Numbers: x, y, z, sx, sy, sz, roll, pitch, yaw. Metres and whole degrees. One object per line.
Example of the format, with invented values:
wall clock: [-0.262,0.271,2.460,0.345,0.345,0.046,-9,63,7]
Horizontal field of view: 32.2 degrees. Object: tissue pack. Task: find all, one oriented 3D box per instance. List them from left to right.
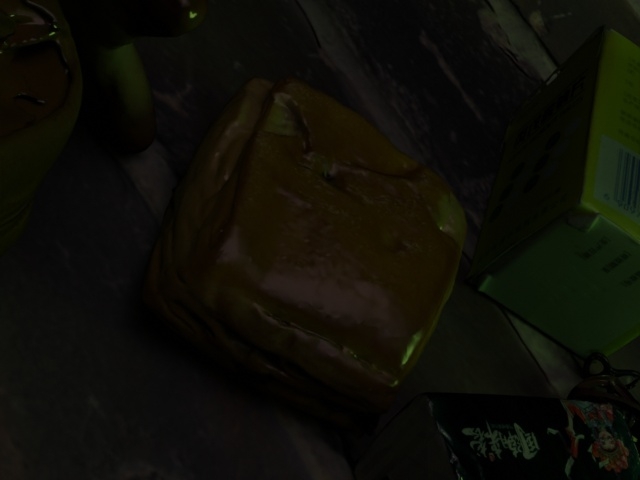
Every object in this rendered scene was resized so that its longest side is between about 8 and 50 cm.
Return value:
tissue pack: [0.121,0.158,0.735,0.170,0.103,0.090,5,49,-32]

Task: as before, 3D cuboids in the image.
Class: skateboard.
skateboard: [0.260,0.145,0.874,0.151,0.067,0.080,28,37,-9]

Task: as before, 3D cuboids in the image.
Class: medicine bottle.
medicine bottle: [0.238,-0.044,0.940,0.141,0.137,0.250,32,45,-9]

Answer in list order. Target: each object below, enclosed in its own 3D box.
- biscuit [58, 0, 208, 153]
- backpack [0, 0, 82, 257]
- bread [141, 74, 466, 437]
biscuit: [-0.153,-0.151,0.705,0.164,0.208,0.047,40,64,-1]
backpack: [-0.304,-0.073,0.540,0.378,0.201,0.353,-4,51,-40]
bread: [0.000,0.000,0.770,0.210,0.099,0.235,32,45,-11]
